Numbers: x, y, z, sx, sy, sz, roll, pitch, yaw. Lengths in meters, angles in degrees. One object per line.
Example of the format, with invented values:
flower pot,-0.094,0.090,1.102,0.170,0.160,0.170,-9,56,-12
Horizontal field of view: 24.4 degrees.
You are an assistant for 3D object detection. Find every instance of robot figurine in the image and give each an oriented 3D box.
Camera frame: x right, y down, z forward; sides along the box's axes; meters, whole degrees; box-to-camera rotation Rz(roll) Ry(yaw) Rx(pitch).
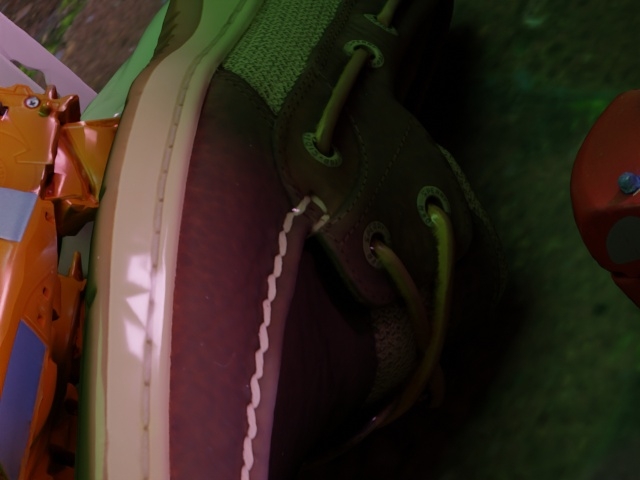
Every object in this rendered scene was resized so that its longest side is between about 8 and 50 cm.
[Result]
robot figurine,-0.119,0.102,0.473,0.085,0.211,0.291,6,57,0

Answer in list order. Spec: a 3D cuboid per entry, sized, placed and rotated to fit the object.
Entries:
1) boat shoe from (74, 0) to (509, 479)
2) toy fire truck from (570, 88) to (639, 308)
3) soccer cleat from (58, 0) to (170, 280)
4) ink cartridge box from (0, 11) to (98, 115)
boat shoe,0.000,0.000,0.466,0.342,0.123,0.123,-83,2,-55
toy fire truck,0.131,-0.035,0.357,0.192,0.135,0.047,-6,53,43
soccer cleat,-0.063,-0.060,0.648,0.196,0.068,0.076,-51,30,-16
ink cartridge box,-0.147,-0.012,0.651,0.060,0.104,0.180,4,61,48
